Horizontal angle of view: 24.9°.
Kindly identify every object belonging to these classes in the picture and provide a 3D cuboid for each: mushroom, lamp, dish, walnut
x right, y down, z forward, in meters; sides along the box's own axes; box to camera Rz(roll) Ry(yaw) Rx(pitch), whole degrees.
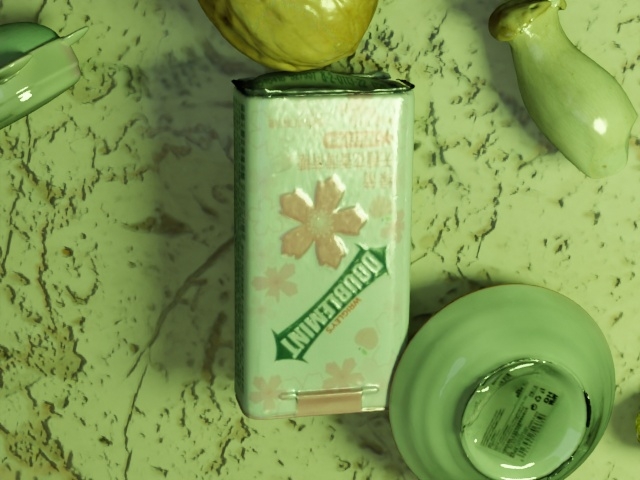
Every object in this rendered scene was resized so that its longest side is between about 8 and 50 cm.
[{"bbox_3d":[0.255,-0.161,1.504,0.097,0.088,0.212,-30,91,6],"label":"mushroom"},{"bbox_3d":[-0.367,-0.163,1.573,0.246,0.179,0.108,-29,94,36],"label":"lamp"},{"bbox_3d":[0.209,0.182,1.556,0.260,0.085,0.260,-3,107,-11],"label":"dish"},{"bbox_3d":[-0.036,-0.276,1.470,0.195,0.195,0.222,-36,96,16],"label":"walnut"}]

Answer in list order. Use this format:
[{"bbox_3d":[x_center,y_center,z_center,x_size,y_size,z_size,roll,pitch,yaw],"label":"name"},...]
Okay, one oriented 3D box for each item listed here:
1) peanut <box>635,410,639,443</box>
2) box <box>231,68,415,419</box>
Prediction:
[{"bbox_3d":[0.442,0.187,1.561,0.206,0.087,0.087,-15,101,15],"label":"peanut"},{"bbox_3d":[0.000,0.000,1.560,0.190,0.112,0.370,-2,104,-14],"label":"box"}]
